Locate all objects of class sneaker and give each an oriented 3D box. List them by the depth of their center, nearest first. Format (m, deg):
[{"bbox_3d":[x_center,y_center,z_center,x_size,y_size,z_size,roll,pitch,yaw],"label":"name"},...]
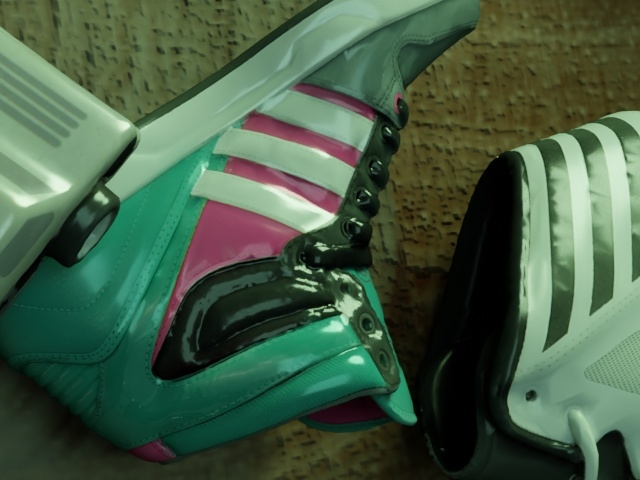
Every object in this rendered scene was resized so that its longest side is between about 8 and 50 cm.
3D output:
[{"bbox_3d":[0.000,0.000,0.565,0.295,0.124,0.178,-37,93,-21],"label":"sneaker"},{"bbox_3d":[0.186,0.148,0.641,0.258,0.169,0.447,-12,78,-21],"label":"sneaker"}]

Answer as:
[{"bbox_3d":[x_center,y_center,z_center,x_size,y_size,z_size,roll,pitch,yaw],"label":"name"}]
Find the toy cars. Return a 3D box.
[{"bbox_3d":[-0.243,0.019,0.403,0.394,0.087,0.176,-13,78,-15],"label":"toy cars"}]
